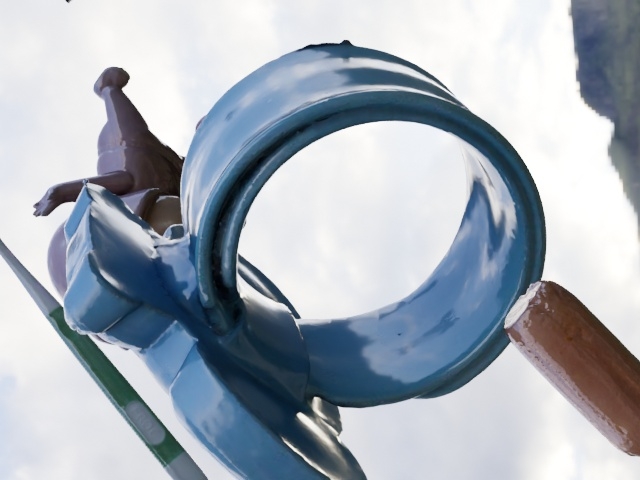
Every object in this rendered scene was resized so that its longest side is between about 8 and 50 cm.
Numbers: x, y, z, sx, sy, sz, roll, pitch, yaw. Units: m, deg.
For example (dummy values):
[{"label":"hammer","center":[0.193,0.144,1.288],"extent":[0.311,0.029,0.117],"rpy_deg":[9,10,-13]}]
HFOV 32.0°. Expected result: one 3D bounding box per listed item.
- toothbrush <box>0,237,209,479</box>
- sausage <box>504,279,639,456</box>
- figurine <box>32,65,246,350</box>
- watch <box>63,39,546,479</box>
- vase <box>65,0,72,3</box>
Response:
[{"label":"toothbrush","center":[-0.155,0.060,0.701],"extent":[0.018,0.024,0.257],"rpy_deg":[-39,-99,-15]},{"label":"sausage","center":[0.112,0.053,0.458],"extent":[0.083,0.034,0.034],"rpy_deg":[45,-135,1]},{"label":"figurine","center":[-0.176,-0.036,1.148],"extent":[0.176,0.186,0.287],"rpy_deg":[58,-144,-53]},{"label":"watch","center":[0.000,0.000,0.542],"extent":[0.193,0.211,0.211],"rpy_deg":[-45,-40,9]},{"label":"vase","center":[-0.148,-0.258,0.885],"extent":[0.167,0.059,0.059],"rpy_deg":[-34,-53,-2]}]
